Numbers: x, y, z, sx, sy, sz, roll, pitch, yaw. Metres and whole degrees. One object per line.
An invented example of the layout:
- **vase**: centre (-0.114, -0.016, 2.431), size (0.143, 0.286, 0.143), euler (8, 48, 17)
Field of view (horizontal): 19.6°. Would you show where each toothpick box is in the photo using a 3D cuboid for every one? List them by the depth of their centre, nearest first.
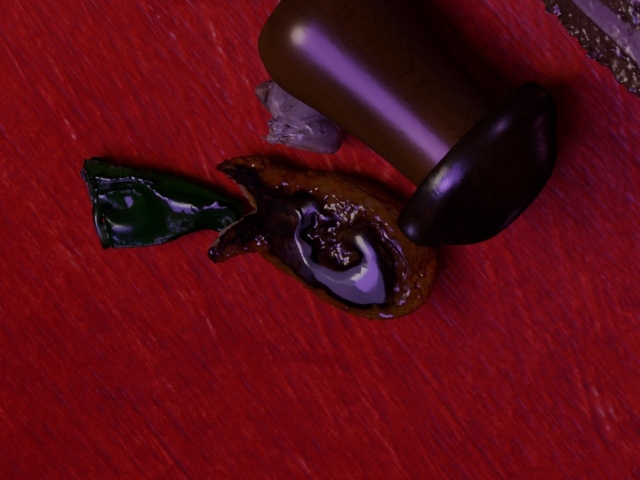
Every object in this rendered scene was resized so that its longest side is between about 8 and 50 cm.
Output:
- **toothpick box**: centre (0.087, -0.129, 1.759), size (0.294, 0.192, 0.192), euler (44, 131, 11)

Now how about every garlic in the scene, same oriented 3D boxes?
- **garlic**: centre (-0.024, -0.129, 1.895), size (0.113, 0.094, 0.074), euler (29, 88, 22)

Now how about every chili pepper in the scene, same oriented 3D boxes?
- **chili pepper**: centre (-0.182, -0.037, 2.060), size (0.216, 0.062, 0.108), euler (10, 128, 27)

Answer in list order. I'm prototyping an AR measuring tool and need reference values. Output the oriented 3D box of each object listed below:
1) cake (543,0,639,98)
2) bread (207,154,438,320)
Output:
- **cake**: centre (0.309, -0.195, 1.654), size (0.295, 0.113, 0.116), euler (44, 130, 20)
- **bread**: centre (0.004, -0.007, 1.942), size (0.269, 0.095, 0.139), euler (22, 108, 29)
